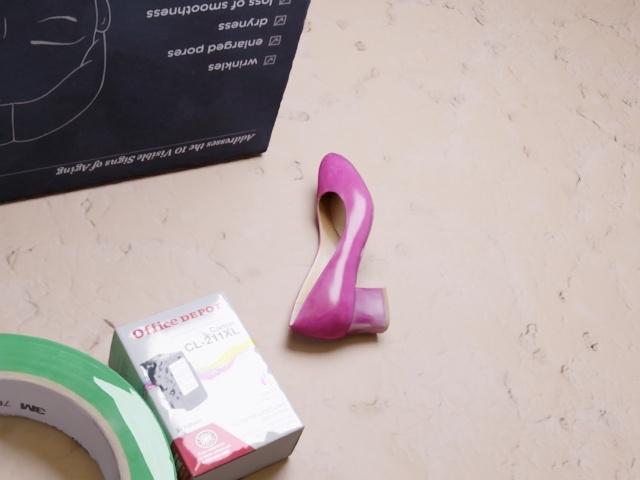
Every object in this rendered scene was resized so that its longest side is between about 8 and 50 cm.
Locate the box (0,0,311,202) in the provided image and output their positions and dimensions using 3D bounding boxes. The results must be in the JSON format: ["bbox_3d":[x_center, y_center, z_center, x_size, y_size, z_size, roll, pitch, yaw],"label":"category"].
[{"bbox_3d":[-0.270,-0.305,1.034,0.480,0.472,0.297,-13,57,-26],"label":"box"}]

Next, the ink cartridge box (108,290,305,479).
[{"bbox_3d":[-0.117,0.152,0.982,0.127,0.072,0.175,-20,61,-29],"label":"ink cartridge box"}]

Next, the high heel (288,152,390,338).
[{"bbox_3d":[0.000,0.000,1.136,0.117,0.082,0.244,3,64,-27],"label":"high heel"}]

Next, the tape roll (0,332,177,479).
[{"bbox_3d":[-0.289,0.235,0.861,0.321,0.077,0.321,8,51,-10],"label":"tape roll"}]
